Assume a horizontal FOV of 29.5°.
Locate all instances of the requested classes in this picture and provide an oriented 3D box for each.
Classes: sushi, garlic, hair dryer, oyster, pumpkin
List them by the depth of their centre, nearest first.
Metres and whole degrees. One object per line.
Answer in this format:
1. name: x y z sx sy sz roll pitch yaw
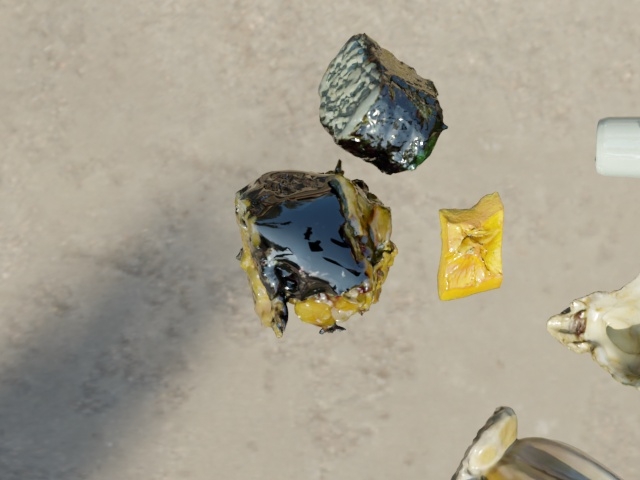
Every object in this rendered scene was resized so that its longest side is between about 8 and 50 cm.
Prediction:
1. pumpkin: 0.151 0.009 1.185 0.073 0.035 0.101 -12 107 -28
2. hair dryer: 0.354 -0.097 1.296 0.236 0.131 0.073 -19 111 -72
3. oyster: 0.382 0.108 1.457 0.107 0.232 0.162 14 79 -30
4. sushi: 0.001 0.006 1.518 0.204 0.213 0.200 -13 113 -10
5. garlic: 0.284 0.371 1.518 0.279 0.132 0.325 -36 60 -22
6. sushi: 0.077 -0.170 1.565 0.127 0.225 0.124 28 109 -24
